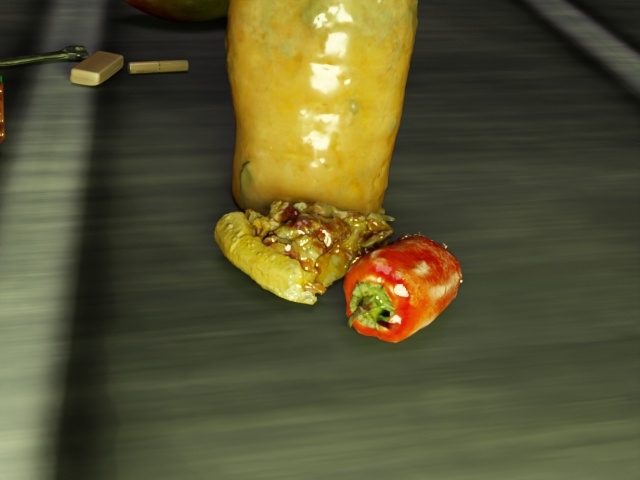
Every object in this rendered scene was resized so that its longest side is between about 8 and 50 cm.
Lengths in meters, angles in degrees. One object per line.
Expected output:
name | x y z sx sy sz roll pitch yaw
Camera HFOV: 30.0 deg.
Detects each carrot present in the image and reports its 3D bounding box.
carrot | -0.002 -0.204 1.373 0.224 0.341 0.224 3 20 -1

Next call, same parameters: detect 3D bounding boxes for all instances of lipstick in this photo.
lipstick | -0.252 -0.270 1.855 0.094 0.019 0.019 -6 26 -22

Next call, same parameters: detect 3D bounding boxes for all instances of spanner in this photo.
spanner | -0.469 -0.277 1.835 0.254 0.015 0.054 -15 30 -36

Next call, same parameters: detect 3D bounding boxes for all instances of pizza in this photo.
pizza | -0.001 -0.002 1.240 0.193 0.069 0.154 -14 29 -32

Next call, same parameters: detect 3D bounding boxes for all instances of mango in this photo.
mango | -0.230 -0.444 2.132 0.267 0.111 0.133 -3 9 -13

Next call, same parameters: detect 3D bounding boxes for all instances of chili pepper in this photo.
chili pepper | 0.065 0.050 1.125 0.086 0.084 0.192 -2 14 28

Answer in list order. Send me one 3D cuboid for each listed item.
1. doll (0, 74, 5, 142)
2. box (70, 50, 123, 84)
doll | -0.475 -0.160 1.462 0.186 0.106 0.134 -6 30 -21
box | -0.339 -0.260 1.811 0.048 0.025 0.115 13 25 5
